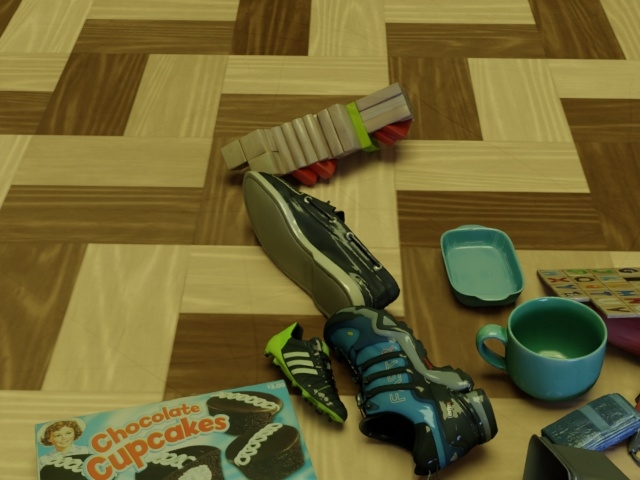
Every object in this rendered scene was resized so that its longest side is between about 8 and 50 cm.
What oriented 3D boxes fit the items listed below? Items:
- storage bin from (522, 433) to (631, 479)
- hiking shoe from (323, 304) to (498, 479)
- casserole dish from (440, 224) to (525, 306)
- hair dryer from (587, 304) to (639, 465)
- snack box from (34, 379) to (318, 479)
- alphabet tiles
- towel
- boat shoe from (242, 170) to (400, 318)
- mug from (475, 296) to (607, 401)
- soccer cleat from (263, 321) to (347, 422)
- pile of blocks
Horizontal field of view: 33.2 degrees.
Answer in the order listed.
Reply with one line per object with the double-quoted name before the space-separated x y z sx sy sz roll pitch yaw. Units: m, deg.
"storage bin" 0.303 0.295 1.259 0.091 0.098 0.135 6 10 -9
"hiking shoe" 0.084 0.186 1.393 0.132 0.113 0.304 -34 40 -22
"casserole dish" 0.245 0.043 1.646 0.114 0.037 0.188 -2 36 -3
"hair dryer" 0.458 0.172 1.438 0.223 0.080 0.293 -16 39 -20
"snack box" -0.178 0.277 1.308 0.321 0.060 0.187 -9 37 -12
"alphabet tiles" 0.437 0.072 1.554 0.198 0.009 0.237 -1 13 -2
"towel" 0.345 0.238 1.370 0.119 0.029 0.067 -25 40 -11
"boat shoe" 0.001 -0.003 1.633 0.113 0.127 0.340 -20 43 -26
"mug" 0.303 0.148 1.452 0.157 0.097 0.129 24 44 32
"soccer cleat" -0.010 0.173 1.439 0.072 0.060 0.179 -43 46 -4
"pile of blocks" 0.012 -0.162 1.888 0.362 0.149 0.113 -19 83 -11
